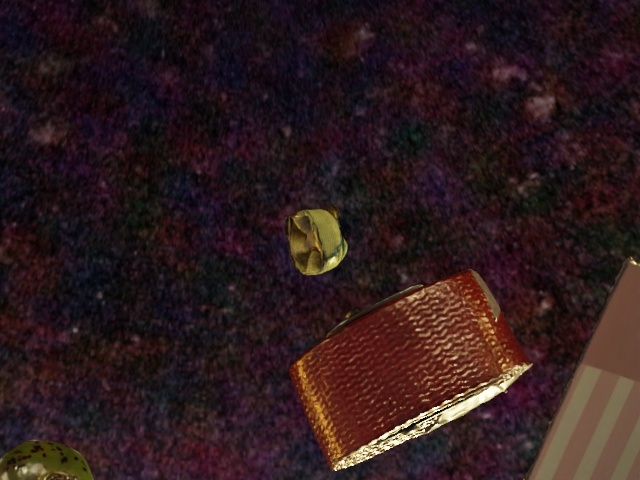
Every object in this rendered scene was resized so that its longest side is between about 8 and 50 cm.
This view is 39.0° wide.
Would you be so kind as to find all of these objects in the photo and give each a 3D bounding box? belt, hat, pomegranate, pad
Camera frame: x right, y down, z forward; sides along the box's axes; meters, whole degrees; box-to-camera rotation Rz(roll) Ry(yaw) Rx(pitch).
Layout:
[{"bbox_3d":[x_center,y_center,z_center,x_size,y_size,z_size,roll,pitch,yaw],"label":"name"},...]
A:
[{"bbox_3d":[0.074,0.107,0.805,0.200,0.124,0.128,-27,161,0],"label":"belt"},{"bbox_3d":[0.000,0.000,1.075,0.059,0.076,0.077,-11,90,-30],"label":"hat"},{"bbox_3d":[-0.315,0.280,1.022,0.130,0.130,0.130,-3,125,-4],"label":"pomegranate"},{"bbox_3d":[0.203,0.137,0.463,0.299,0.005,0.202,19,96,-35],"label":"pad"}]
